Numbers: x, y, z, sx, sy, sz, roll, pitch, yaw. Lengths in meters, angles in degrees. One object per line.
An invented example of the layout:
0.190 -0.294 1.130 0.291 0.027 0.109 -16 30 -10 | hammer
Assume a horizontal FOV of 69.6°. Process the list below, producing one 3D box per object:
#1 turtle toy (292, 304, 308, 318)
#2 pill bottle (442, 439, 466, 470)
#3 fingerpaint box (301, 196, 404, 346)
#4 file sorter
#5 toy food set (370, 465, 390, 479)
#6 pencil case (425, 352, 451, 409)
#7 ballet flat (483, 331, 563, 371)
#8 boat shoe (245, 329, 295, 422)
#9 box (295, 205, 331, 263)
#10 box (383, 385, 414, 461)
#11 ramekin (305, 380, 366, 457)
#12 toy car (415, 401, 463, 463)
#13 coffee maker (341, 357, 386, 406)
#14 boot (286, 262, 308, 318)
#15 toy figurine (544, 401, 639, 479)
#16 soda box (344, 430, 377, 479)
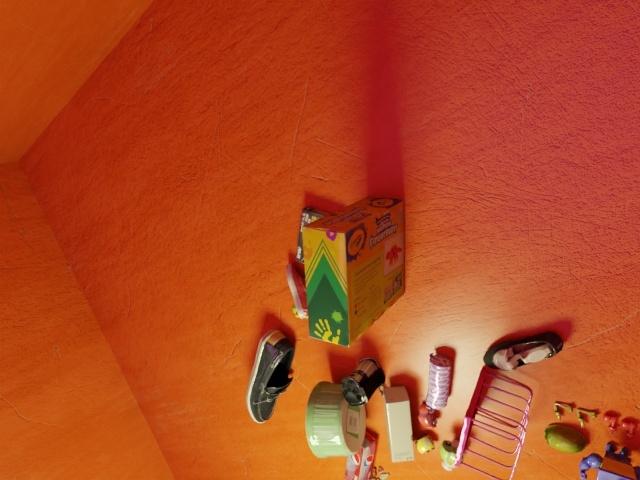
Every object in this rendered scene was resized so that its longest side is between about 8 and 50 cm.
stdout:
-0.068 0.291 1.972 0.130 0.066 0.095 -1 64 33 | turtle toy
0.517 0.841 1.793 0.065 0.065 0.117 29 119 21 | pill bottle
0.127 0.080 1.548 0.163 0.444 0.372 8 111 31 | fingerpaint box
0.584 0.614 1.538 0.182 0.290 0.202 15 114 25 | file sorter
0.249 1.052 2.064 0.078 0.019 0.122 44 124 12 | toy food set
0.441 0.531 1.729 0.088 0.086 0.206 30 123 53 | pencil case
0.657 0.376 1.526 0.280 0.096 0.095 -35 87 36 | ballet flat
-0.223 0.655 2.133 0.155 0.186 0.501 25 113 30 | boat shoe
0.000 0.000 1.839 0.182 0.056 0.231 22 117 25 | box
0.313 0.734 1.843 0.094 0.113 0.276 -7 106 1 | box
0.074 0.739 1.905 0.148 0.303 0.304 -9 101 26 | ramekin
0.448 0.778 1.771 0.225 0.053 0.239 30 124 51 | toy car
0.184 0.583 1.847 0.171 0.178 0.120 44 125 12 | coffee maker
-0.038 0.185 1.922 0.176 0.088 0.245 -22 66 2 | boot
0.881 0.674 1.411 0.362 0.217 0.192 11 112 29 | toy figurine
0.176 0.971 2.031 0.092 0.083 0.264 30 123 44 | soda box
